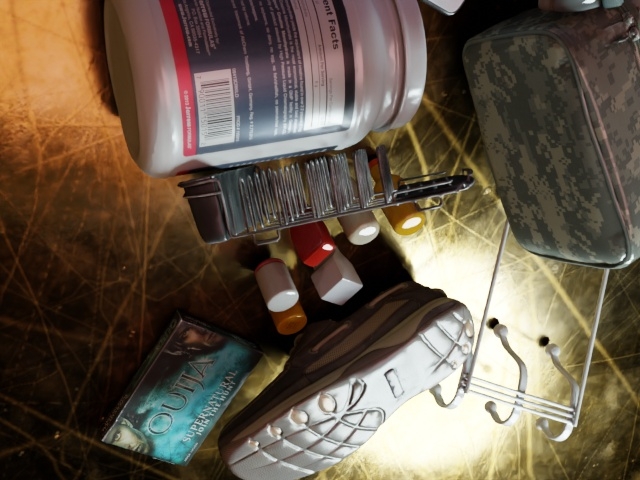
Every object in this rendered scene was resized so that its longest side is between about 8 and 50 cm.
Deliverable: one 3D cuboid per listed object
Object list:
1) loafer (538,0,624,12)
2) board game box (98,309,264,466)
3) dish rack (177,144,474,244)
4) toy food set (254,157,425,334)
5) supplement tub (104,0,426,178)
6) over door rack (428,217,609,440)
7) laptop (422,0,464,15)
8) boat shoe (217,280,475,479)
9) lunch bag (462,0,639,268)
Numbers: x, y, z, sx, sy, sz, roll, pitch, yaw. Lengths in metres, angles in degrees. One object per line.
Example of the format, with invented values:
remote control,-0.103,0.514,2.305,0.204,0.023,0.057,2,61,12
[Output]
loafer,0.255,-0.352,0.872,0.084,0.267,0.096,-8,155,22
board game box,-0.172,0.186,1.049,0.126,0.026,0.186,27,102,-33
dish rack,0.015,-0.055,0.852,0.272,0.208,0.074,-10,97,8
toy food set,0.000,0.000,1.011,0.111,0.104,0.232,21,123,-45
supplement tub,-0.057,-0.172,0.821,0.272,0.191,0.191,-12,119,-19
over door rack,0.295,0.097,1.179,0.240,0.108,0.324,21,91,-31
laptop,0.100,-0.409,0.678,0.382,0.236,0.407,23,115,-23
boat shoe,0.026,0.172,1.072,0.356,0.130,0.132,-29,126,-14
lunch bag,0.340,-0.153,0.980,0.256,0.213,0.305,-28,105,-22
